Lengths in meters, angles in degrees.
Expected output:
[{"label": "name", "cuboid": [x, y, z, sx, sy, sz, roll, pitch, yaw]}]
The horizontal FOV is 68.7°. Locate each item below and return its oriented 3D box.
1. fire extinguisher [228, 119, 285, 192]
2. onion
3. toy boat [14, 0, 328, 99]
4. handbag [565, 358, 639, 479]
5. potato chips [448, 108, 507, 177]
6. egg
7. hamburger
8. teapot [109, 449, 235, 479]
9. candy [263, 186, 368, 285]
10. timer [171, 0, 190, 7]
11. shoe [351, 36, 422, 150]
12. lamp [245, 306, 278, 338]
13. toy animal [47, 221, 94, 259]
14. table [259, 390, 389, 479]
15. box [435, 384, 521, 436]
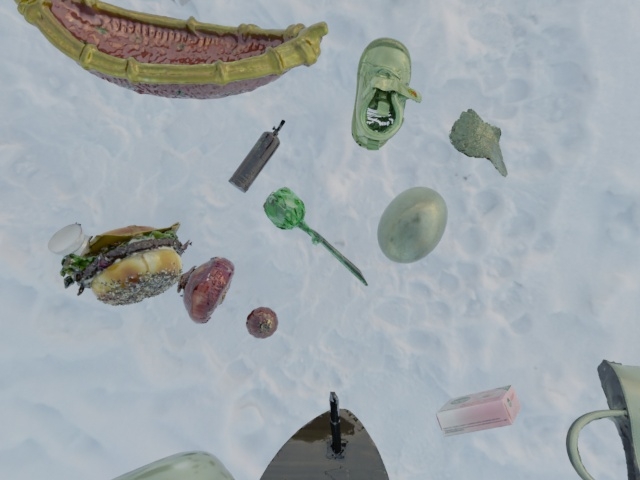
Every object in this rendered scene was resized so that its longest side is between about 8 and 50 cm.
[{"label": "fire extinguisher", "cuboid": [-0.201, -0.285, 1.558, 0.072, 0.089, 0.268, 36, 84, -8]}, {"label": "onion", "cuboid": [-0.378, 0.148, 1.513, 0.163, 0.230, 0.230, 26, 103, 1]}, {"label": "toy boat", "cuboid": [-0.154, -0.209, 0.495, 0.317, 0.141, 0.099, 8, 139, -5]}, {"label": "handbag", "cuboid": [0.454, 0.277, 0.590, 0.315, 0.109, 0.241, 2, 63, 0]}, {"label": "potato chips", "cuboid": [0.496, -0.291, 1.427, 0.228, 0.059, 0.167, 37, 63, 10]}, {"label": "egg", "cuboid": [0.375, -0.064, 1.918, 0.258, 0.258, 0.352, 45, 74, -15]}, {"label": "hamburger", "cuboid": [-0.293, 0.044, 0.721, 0.189, 0.164, 0.093, -14, 70, -34]}, {"label": "teapot", "cuboid": [-0.217, 0.345, 0.529, 0.220, 0.318, 0.149, -30, 71, 12]}, {"label": "candy", "cuboid": [0.000, 0.001, 1.115, 0.323, 0.097, 0.097, 42, 99, -9]}, {"label": "timer", "cuboid": [-0.374, -0.765, 1.195, 0.194, 0.192, 0.195, 43, 81, 13]}, {"label": "shoe", "cuboid": [0.156, -0.343, 1.117, 0.140, 0.128, 0.262, 10, 104, -21]}, {"label": "lamp", "cuboid": [-0.177, 0.251, 1.423, 0.101, 0.090, 0.101, -5, 107, -18]}, {"label": "toy animal", "cuboid": [-0.654, 0.047, 1.328, 0.130, 0.104, 0.221, 11, 151, 29]}, {"label": "table", "cuboid": [0.007, 0.450, 0.905, 0.317, 0.317, 0.249, -11, 146, -2]}, {"label": "box", "cuboid": [0.276, 0.298, 0.819, 0.125, 0.089, 0.043, -25, 78, 29]}]
